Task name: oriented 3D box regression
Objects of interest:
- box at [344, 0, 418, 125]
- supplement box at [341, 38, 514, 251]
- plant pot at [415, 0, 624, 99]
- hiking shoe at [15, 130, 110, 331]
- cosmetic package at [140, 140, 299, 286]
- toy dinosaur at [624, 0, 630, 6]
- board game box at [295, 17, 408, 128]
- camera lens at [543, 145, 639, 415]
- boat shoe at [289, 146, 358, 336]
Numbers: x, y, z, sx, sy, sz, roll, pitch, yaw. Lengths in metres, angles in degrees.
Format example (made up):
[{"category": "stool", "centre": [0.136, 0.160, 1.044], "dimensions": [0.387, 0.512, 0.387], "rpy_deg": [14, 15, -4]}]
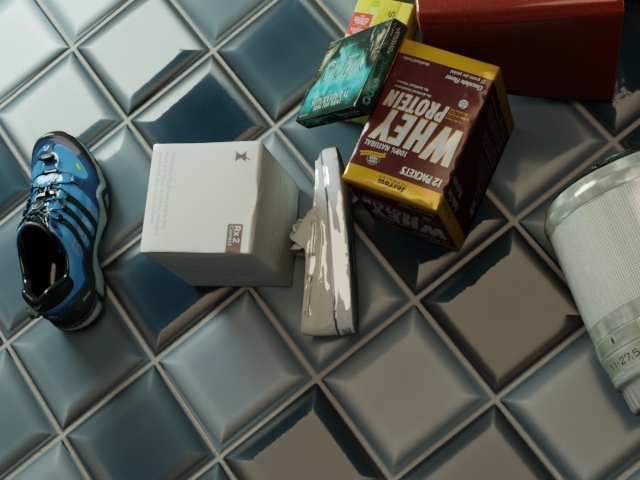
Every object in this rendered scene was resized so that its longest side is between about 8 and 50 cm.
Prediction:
[{"category": "box", "centre": [0.080, -0.278, 1.485], "dimensions": [0.087, 0.058, 0.232], "rpy_deg": [17, 79, 19]}, {"category": "supplement box", "centre": [0.143, -0.116, 1.348], "dimensions": [0.129, 0.191, 0.194], "rpy_deg": [21, 81, 20]}, {"category": "plant pot", "centre": [0.240, -0.332, 1.337], "dimensions": [0.236, 0.267, 0.267], "rpy_deg": [-7, 73, 10]}, {"category": "hiking shoe", "centre": [-0.368, -0.028, 1.493], "dimensions": [0.113, 0.132, 0.304], "rpy_deg": [-15, 70, 11]}, {"category": "cosmetic package", "centre": [-0.127, -0.030, 1.400], "dimensions": [0.152, 0.183, 0.151], "rpy_deg": [0, 73, 15]}, {"category": "toy dinosaur", "centre": [0.495, -0.346, 1.352], "dimensions": [0.218, 0.164, 0.322], "rpy_deg": [19, 57, 3]}, {"category": "board game box", "centre": [0.037, -0.212, 1.363], "dimensions": [0.026, 0.186, 0.126], "rpy_deg": [28, 79, -22]}, {"category": "camera lens", "centre": [0.400, 0.039, 1.216], "dimensions": [0.219, 0.219, 0.274], "rpy_deg": [-22, 69, 8]}, {"category": "boat shoe", "centre": [0.000, 0.000, 1.405], "dimensions": [0.084, 0.095, 0.258], "rpy_deg": [-6, 71, 9]}]
